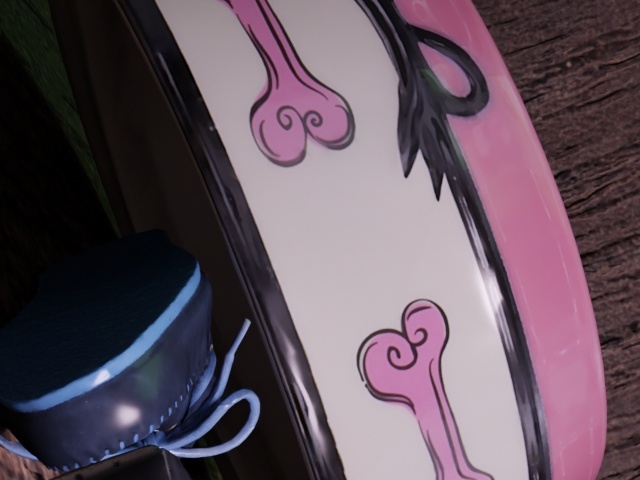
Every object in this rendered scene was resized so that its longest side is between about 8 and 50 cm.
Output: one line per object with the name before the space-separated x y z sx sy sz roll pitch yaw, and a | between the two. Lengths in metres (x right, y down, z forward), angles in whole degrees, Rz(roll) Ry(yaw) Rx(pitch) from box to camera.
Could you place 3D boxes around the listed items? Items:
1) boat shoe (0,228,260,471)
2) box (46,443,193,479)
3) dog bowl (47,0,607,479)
boat shoe | -0.071 0.054 0.813 0.258 0.109 0.089 -75 146 -79
box | -0.041 0.185 0.503 0.153 0.108 0.207 62 7 -50
dog bowl | 0.000 0.000 0.978 0.408 0.150 0.408 158 -90 -79
